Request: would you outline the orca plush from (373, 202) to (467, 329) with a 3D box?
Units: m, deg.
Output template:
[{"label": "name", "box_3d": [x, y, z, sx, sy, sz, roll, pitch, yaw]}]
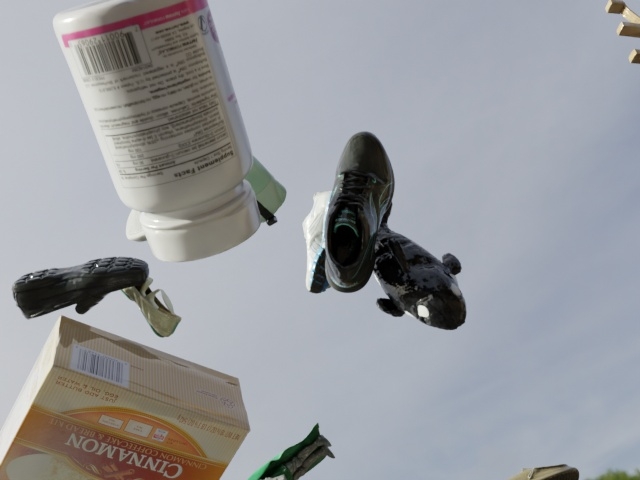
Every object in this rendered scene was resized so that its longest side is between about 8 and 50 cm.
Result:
[{"label": "orca plush", "box_3d": [0.141, 0.018, 1.189, 0.151, 0.287, 0.102, -19, -46, 4]}]

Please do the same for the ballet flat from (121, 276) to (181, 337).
[{"label": "ballet flat", "box_3d": [-0.287, 0.089, 1.225, 0.052, 0.168, 0.057, -48, -20, 10]}]

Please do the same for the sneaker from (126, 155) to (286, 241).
[{"label": "sneaker", "box_3d": [-0.174, -0.040, 1.145, 0.256, 0.094, 0.151, -26, -39, 26]}]

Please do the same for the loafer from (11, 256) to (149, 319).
[{"label": "loafer", "box_3d": [-0.380, 0.078, 1.182, 0.223, 0.076, 0.078, -11, -71, 4]}]

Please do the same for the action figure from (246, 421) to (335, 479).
[{"label": "action figure", "box_3d": [-0.079, 0.457, 1.404, 0.232, 0.063, 0.137, -34, -43, -18]}]

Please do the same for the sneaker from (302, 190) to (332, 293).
[{"label": "sneaker", "box_3d": [0.000, 0.000, 1.315, 0.083, 0.190, 0.071, 8, -9, 41]}]

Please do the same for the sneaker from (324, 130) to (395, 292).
[{"label": "sneaker", "box_3d": [0.061, -0.053, 1.166, 0.101, 0.267, 0.106, 4, -12, 10]}]

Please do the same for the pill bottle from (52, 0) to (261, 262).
[{"label": "pill bottle", "box_3d": [-0.167, -0.129, 0.815, 0.160, 0.160, 0.283, -17, -66, -5]}]

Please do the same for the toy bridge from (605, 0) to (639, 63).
[{"label": "toy bridge", "box_3d": [0.622, -0.417, 1.459, 0.063, 0.188, 0.026, 4, -39, -6]}]

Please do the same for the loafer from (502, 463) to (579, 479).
[{"label": "loafer", "box_3d": [0.347, 0.389, 1.187, 0.148, 0.050, 0.056, -10, -66, -15]}]

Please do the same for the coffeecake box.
[{"label": "coffeecake box", "box_3d": [-0.159, 0.167, 0.530, 0.142, 0.068, 0.185, 25, -74, -23]}]
